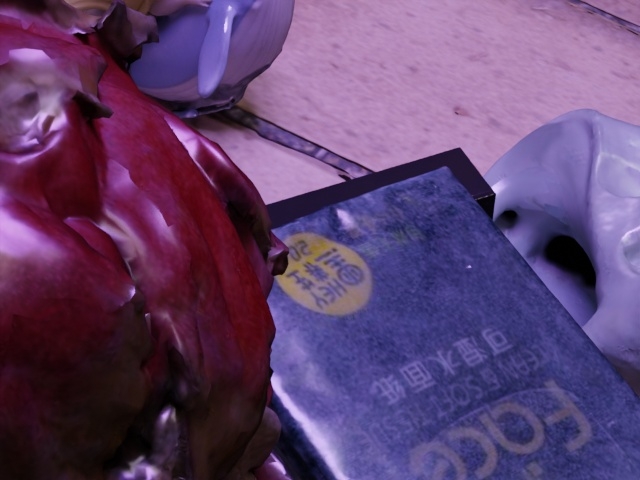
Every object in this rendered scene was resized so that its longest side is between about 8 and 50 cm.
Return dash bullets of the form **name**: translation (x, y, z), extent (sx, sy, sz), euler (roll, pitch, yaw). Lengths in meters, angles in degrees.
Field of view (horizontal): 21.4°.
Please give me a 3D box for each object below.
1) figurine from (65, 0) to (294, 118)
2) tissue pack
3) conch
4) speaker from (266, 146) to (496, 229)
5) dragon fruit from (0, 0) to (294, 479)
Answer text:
- **figurine**: translation (-0.101, -0.158, 1.021), extent (0.208, 0.184, 0.128), euler (-16, 26, 27)
- **tissue pack**: translation (0.060, 0.098, 0.799), extent (0.185, 0.081, 0.257), euler (-21, 63, -36)
- **conch**: translation (0.175, 0.015, 0.946), extent (0.185, 0.121, 0.221), euler (-20, 33, -24)
- **speaker**: translation (0.000, 0.000, 0.925), extent (0.191, 0.040, 0.046), euler (-18, 48, -17)
- **dragon fruit**: translation (-0.169, 0.043, 0.628), extent (0.329, 0.329, 0.329), euler (11, 38, -9)
